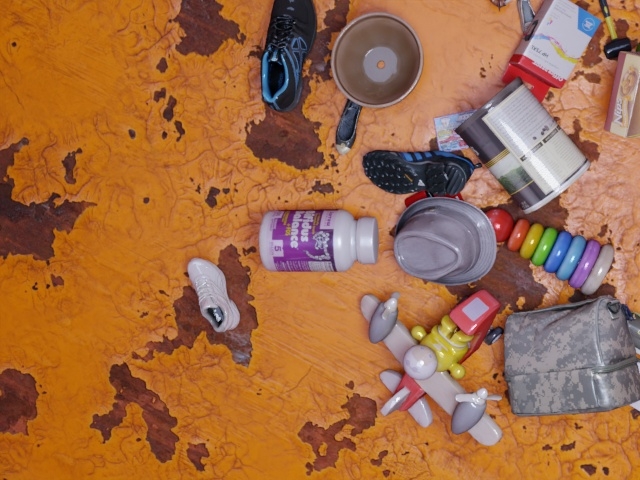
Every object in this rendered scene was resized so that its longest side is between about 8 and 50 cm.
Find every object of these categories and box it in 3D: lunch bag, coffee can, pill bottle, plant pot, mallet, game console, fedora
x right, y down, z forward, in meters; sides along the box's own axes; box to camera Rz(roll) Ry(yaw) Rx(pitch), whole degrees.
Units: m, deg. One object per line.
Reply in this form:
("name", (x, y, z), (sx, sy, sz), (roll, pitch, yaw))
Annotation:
("lunch bag", (0.604, 0.278, 1.773), (0.305, 0.212, 0.256), (-18, 80, 48))
("coffee can", (0.495, -0.232, 1.795), (0.201, 0.201, 0.275), (-40, 89, 14))
("pill bottle", (0.000, 0.000, 1.949), (0.301, 0.169, 0.170), (-1, 97, 12))
("plant pot", (0.151, -0.460, 1.891), (0.237, 0.110, 0.238), (1, 96, 10))
("mallet", (0.703, -0.541, 1.806), (0.062, 0.039, 0.190), (-25, 86, 16))
("game console", (0.317, -0.076, 1.952), (0.124, 0.085, 0.144), (-27, 92, -17))
("fedora", (0.297, 0.019, 1.868), (0.275, 0.124, 0.244), (10, 115, 30))

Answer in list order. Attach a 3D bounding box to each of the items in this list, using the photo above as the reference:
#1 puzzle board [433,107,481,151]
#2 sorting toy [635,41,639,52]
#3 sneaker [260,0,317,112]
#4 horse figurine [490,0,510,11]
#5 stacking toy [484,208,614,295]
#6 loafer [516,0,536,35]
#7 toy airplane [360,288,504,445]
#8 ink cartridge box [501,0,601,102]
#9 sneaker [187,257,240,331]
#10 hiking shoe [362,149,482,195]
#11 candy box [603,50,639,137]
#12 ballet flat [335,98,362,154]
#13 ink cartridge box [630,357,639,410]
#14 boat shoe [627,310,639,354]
("puzzle board", (0.367, -0.288, 1.917), (0.128, 0.011, 0.097), (-10, 95, 12))
("sorting toy", (0.839, -0.471, 1.737), (0.127, 0.126, 0.366), (26, 101, 8))
("sneaker", (-0.087, -0.511, 1.920), (0.124, 0.139, 0.341), (7, 97, 13))
("horse figurine", (0.446, -0.725, 1.820), (0.174, 0.066, 0.263), (-33, 92, 8))
("stacking toy", (0.563, 0.009, 1.857), (0.330, 0.141, 0.141), (27, 102, 13))
("loafer", (0.524, -0.555, 1.836), (0.045, 0.039, 0.125), (-20, 92, 13))
("toy airplane", (0.272, 0.318, 1.875), (0.385, 0.272, 0.385), (-3, 86, 30))
("ink cartridge box", (0.564, -0.468, 1.802), (0.134, 0.078, 0.231), (26, 102, -10))
("sneaker", (-0.309, 0.154, 2.060), (0.090, 0.115, 0.232), (-31, 90, 14))
("hiking shoe", (0.256, -0.182, 1.910), (0.303, 0.132, 0.113), (15, 120, 31))
("candy box", (0.825, -0.336, 1.685), (0.316, 0.087, 0.183), (-4, 112, -18))
("ballet flat", (0.073, -0.315, 1.956), (0.057, 0.049, 0.173), (15, 100, 11))
("ink cartridge box", (0.771, 0.342, 1.881), (0.209, 0.062, 0.109), (30, 103, 8))
("boat shoe", (0.797, 0.234, 1.844), (0.305, 0.109, 0.091), (35, 98, 3))
